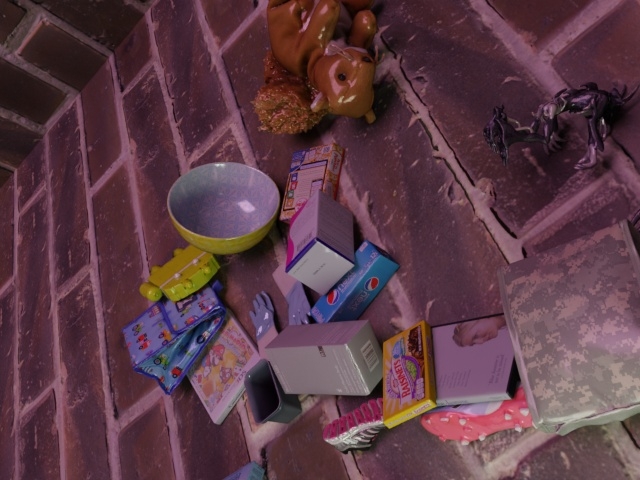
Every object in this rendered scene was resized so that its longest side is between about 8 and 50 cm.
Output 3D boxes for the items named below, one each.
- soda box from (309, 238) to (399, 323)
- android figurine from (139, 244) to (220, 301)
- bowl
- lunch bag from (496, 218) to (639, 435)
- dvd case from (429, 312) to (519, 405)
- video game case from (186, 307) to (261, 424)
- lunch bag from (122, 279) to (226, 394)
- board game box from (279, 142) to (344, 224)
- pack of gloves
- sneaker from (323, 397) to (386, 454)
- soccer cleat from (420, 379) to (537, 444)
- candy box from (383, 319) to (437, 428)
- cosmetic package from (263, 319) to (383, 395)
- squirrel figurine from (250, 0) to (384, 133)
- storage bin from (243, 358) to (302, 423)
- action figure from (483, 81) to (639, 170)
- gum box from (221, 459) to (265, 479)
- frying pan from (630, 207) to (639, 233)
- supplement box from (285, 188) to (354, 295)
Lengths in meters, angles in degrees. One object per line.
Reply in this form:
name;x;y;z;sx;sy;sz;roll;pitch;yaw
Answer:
soda box;0.073;0.107;1.574;0.210;0.071;0.067;-52;41;11
android figurine;-0.377;0.083;1.975;0.248;0.056;0.272;-39;24;-18
bowl;-0.250;-0.056;1.895;0.156;0.289;0.290;95;160;-46
lunch bag;0.431;0.149;1.125;0.235;0.169;0.287;-26;48;33
dvd case;0.254;0.219;1.313;0.253;0.022;0.180;-19;36;43
video game case;-0.249;0.312;1.820;0.206;0.026;0.227;-55;42;8
lunch bag;-0.364;0.222;1.913;0.293;0.138;0.221;-45;30;-2
board game box;-0.022;-0.142;1.818;0.146;0.045;0.194;-6;66;43
pack of gloves;-0.088;0.177;1.734;0.195;0.046;0.232;-49;37;23
sneaker;0.093;0.373;1.428;0.170;0.075;0.063;-27;31;5
soccer cleat;0.289;0.295;1.270;0.248;0.083;0.095;-24;25;41
candy box;0.163;0.247;1.348;0.105;0.027;0.206;-36;26;26
cosmetic package;0.010;0.246;1.505;0.237;0.127;0.107;-13;18;39
squirrel figurine;0.002;-0.422;1.829;0.397;0.281;0.371;-47;52;36
storage bin;-0.105;0.349;1.610;0.098;0.091;0.135;-43;44;20
action figure;0.447;-0.208;1.319;0.275;0.141;0.164;-14;20;-3
gum box;-0.208;0.585;1.558;0.157;0.041;0.184;-37;13;25
frying pan;0.638;-0.136;1.155;0.197;0.053;0.326;13;81;47
supplement box;0.000;0.000;1.613;0.111;0.114;0.220;-46;23;27
